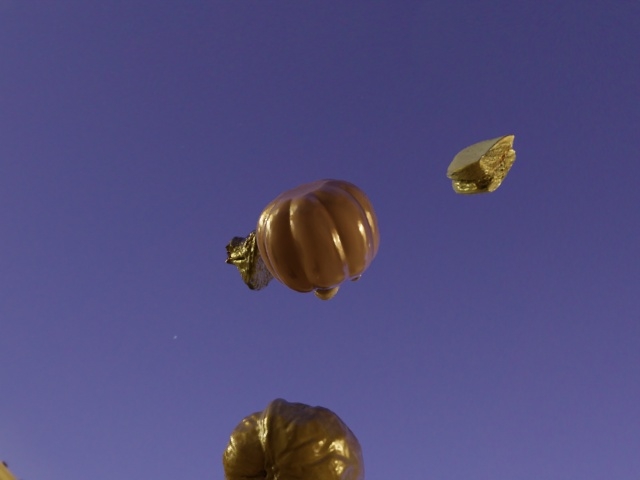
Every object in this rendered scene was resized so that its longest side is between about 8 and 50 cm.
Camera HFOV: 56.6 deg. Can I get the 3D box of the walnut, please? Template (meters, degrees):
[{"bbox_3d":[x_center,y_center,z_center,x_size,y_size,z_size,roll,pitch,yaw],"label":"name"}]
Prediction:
[{"bbox_3d":[-0.060,0.463,1.219,0.282,0.277,0.253,-39,-115,-6],"label":"walnut"}]

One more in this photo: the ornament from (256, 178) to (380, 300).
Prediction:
[{"bbox_3d":[0.000,0.000,0.862,0.177,0.177,0.178,9,-66,20],"label":"ornament"}]

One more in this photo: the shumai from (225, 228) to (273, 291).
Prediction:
[{"bbox_3d":[-0.118,0.018,1.026,0.087,0.099,0.124,28,-65,23],"label":"shumai"}]

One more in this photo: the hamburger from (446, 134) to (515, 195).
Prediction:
[{"bbox_3d":[0.231,-0.111,0.877,0.084,0.121,0.054,-11,-60,52],"label":"hamburger"}]
